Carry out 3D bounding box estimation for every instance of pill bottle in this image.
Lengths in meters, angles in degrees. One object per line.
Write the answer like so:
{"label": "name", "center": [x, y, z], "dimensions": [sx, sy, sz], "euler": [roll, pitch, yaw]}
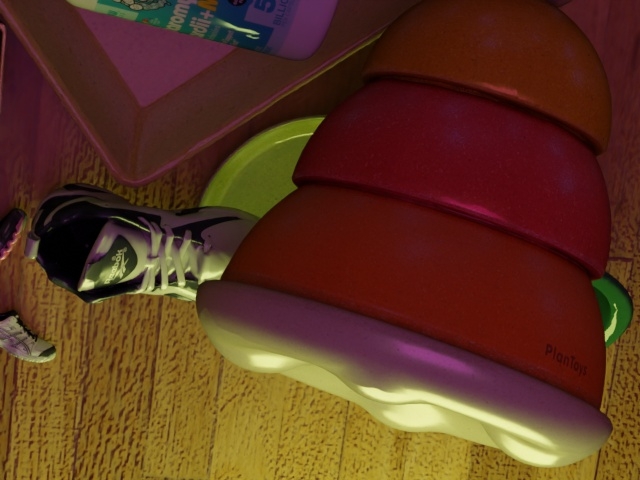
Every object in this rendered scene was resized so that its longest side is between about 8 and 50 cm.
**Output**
{"label": "pill bottle", "center": [-0.116, -0.241, 1.588], "dimensions": [0.264, 0.146, 0.146], "euler": [13, 104, -11]}

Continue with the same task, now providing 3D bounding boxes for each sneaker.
{"label": "sneaker", "center": [-0.312, 0.010, 1.772], "dimensions": [0.057, 0.047, 0.119], "euler": [43, 95, -5]}
{"label": "sneaker", "center": [-0.275, 0.083, 1.801], "dimensions": [0.083, 0.032, 0.037], "euler": [20, 102, -13]}
{"label": "sneaker", "center": [-0.145, 0.017, 1.707], "dimensions": [0.235, 0.153, 0.094], "euler": [19, 108, 5]}

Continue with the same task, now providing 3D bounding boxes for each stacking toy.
{"label": "stacking toy", "center": [0.131, -0.082, 1.633], "dimensions": [0.351, 0.350, 0.479], "euler": [22, 82, -13]}

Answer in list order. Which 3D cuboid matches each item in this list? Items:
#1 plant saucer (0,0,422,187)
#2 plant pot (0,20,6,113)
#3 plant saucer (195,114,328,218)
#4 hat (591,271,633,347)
{"label": "plant saucer", "center": [-0.118, -0.267, 1.698], "dimensions": [0.333, 0.081, 0.333], "euler": [-32, 108, 3]}
{"label": "plant pot", "center": [-0.310, -0.155, 1.701], "dimensions": [0.082, 0.083, 0.081], "euler": [4, 105, -10]}
{"label": "plant saucer", "center": [0.000, 0.000, 1.812], "dimensions": [0.241, 0.037, 0.241], "euler": [-2, 106, -8]}
{"label": "hat", "center": [0.207, -0.010, 1.847], "dimensions": [0.173, 0.183, 0.208], "euler": [22, 141, -22]}
